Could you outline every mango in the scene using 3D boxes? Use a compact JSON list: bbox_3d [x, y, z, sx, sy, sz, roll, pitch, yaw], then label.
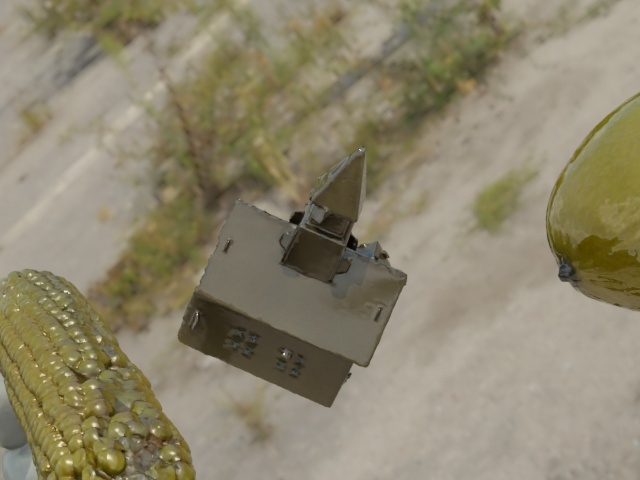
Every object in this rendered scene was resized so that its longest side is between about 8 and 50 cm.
[{"bbox_3d":[0.217,-0.033,0.780,0.237,0.091,0.137,-15,37,27],"label":"mango"}]

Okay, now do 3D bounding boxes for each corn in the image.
[{"bbox_3d":[-0.157,0.111,1.130,0.097,0.097,0.320,-41,34,0],"label":"corn"}]

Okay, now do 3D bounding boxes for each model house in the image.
[{"bbox_3d":[0.000,0.000,1.637,0.176,0.181,0.248,-68,4,-57],"label":"model house"}]

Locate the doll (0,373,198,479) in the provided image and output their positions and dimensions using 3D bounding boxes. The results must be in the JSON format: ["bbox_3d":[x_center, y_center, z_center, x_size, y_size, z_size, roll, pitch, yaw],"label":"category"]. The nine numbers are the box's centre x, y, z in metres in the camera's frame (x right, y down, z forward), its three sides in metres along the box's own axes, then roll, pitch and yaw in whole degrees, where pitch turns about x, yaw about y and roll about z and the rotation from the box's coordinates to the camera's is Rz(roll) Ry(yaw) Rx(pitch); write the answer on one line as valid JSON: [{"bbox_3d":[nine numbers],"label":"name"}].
[{"bbox_3d":[-0.182,0.254,1.451,0.159,0.242,0.311,-62,-19,-10],"label":"doll"}]
